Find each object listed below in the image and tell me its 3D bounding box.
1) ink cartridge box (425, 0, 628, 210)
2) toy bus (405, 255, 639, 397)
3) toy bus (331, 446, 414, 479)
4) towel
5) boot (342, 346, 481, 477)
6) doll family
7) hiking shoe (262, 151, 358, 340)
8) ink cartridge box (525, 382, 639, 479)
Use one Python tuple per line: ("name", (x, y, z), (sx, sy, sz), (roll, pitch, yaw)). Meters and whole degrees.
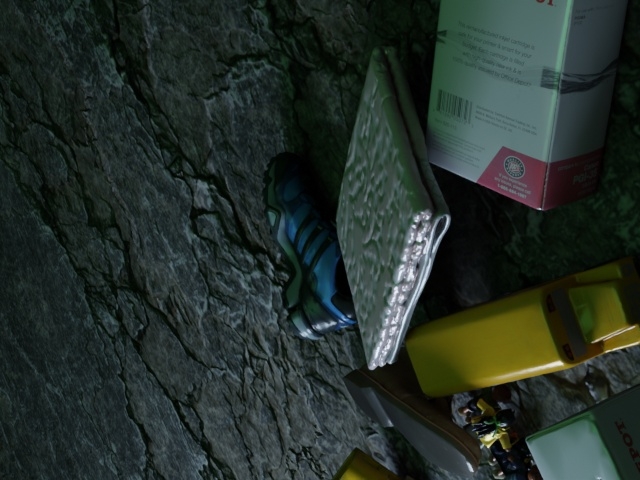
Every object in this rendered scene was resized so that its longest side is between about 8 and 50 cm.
("ink cartridge box", (0.247, -0.207, 1.426), (0.207, 0.117, 0.282), (30, 125, 43))
("toy bus", (0.266, 0.115, 1.501), (0.333, 0.130, 0.108), (-24, 83, 52))
("toy bus", (0.106, 0.409, 1.818), (0.104, 0.202, 0.191), (-56, 45, 8))
("towel", (0.088, -0.042, 1.600), (0.331, 0.054, 0.316), (104, 160, -47))
("boot", (0.149, 0.229, 1.653), (0.305, 0.115, 0.112), (32, 152, 59))
("doll family", (0.255, 0.285, 1.626), (0.111, 0.076, 0.193), (-44, 73, 44))
("hiking shoe", (0.000, 0.000, 1.844), (0.132, 0.113, 0.304), (-16, 82, 22))
("ink cartridge box", (0.384, 0.250, 1.282), (0.114, 0.273, 0.197), (-38, 72, 50))
